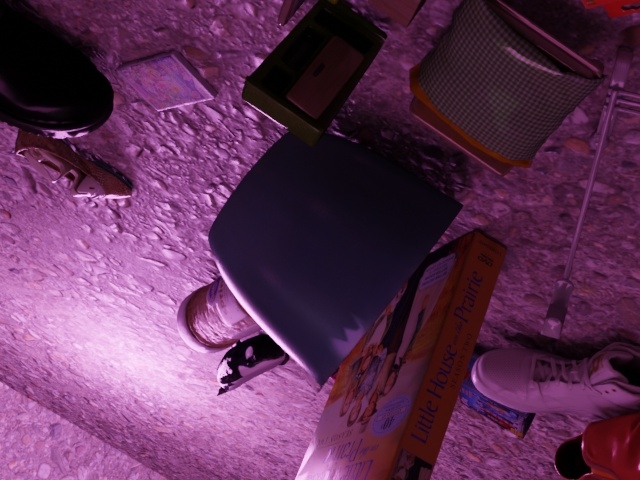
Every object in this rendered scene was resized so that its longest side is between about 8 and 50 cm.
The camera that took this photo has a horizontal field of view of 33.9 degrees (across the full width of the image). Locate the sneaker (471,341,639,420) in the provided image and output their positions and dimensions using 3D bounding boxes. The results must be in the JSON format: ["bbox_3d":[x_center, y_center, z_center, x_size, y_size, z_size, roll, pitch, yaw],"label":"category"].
[{"bbox_3d":[0.383,0.195,1.576,0.292,0.108,0.169,11,150,4],"label":"sneaker"}]

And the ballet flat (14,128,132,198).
[{"bbox_3d":[-0.399,-0.109,1.677,0.206,0.067,0.073,33,150,-18],"label":"ballet flat"}]

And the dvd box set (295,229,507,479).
[{"bbox_3d":[0.097,0.210,1.472,0.062,0.420,0.307,31,152,-14],"label":"dvd box set"}]

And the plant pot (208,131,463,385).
[{"bbox_3d":[0.000,0.000,1.344,0.235,0.293,0.293,38,153,4],"label":"plant pot"}]

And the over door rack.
[{"bbox_3d":[0.381,-0.023,1.087,0.239,0.108,0.324,16,119,15],"label":"over door rack"}]

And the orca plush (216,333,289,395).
[{"bbox_3d":[-0.149,0.224,2.089,0.151,0.102,0.287,-19,169,-14],"label":"orca plush"}]

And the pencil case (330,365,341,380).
[{"bbox_3d":[0.095,0.270,1.937,0.209,0.095,0.098,46,-179,-39],"label":"pencil case"}]

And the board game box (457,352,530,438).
[{"bbox_3d":[0.271,0.244,1.760,0.194,0.060,0.194,30,167,18],"label":"board game box"}]

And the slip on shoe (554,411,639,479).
[{"bbox_3d":[0.437,0.309,1.537,0.101,0.123,0.331,18,157,-4],"label":"slip on shoe"}]

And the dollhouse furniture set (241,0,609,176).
[{"bbox_3d":[0.098,-0.158,1.060,0.301,0.151,0.197,35,153,2],"label":"dollhouse furniture set"}]

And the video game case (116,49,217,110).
[{"bbox_3d":[-0.207,-0.213,1.406,0.122,0.011,0.087,-5,141,42],"label":"video game case"}]

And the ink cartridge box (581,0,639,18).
[{"bbox_3d":[0.266,-0.242,0.965,0.063,0.029,0.115,-6,140,43],"label":"ink cartridge box"}]

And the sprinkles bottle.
[{"bbox_3d":[-0.129,0.101,1.780,0.121,0.121,0.355,32,151,-16],"label":"sprinkles bottle"}]

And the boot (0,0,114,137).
[{"bbox_3d":[-0.422,-0.281,1.324,0.348,0.131,0.260,25,153,-1],"label":"boot"}]
